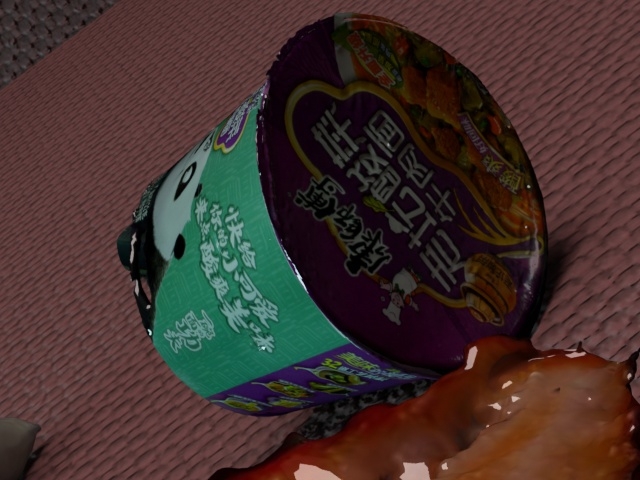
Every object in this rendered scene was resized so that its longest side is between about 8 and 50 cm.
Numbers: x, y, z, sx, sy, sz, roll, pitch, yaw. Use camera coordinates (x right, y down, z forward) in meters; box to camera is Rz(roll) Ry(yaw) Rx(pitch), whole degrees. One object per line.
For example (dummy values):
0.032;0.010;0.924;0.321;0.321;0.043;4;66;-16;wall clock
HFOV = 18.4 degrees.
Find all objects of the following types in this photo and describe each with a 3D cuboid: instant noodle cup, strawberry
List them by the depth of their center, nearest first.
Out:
0.040;0.182;0.971;0.253;0.150;0.280;-5;28;19;strawberry
0.000;0.000;1.321;0.190;0.251;0.251;-28;20;45;instant noodle cup

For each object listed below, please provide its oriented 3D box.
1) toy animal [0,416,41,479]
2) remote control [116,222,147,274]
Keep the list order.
-0.314;0.193;1.459;0.241;0.196;0.367;-25;23;9;toy animal
-0.118;0.000;1.781;0.072;0.042;0.222;-44;21;-26;remote control
